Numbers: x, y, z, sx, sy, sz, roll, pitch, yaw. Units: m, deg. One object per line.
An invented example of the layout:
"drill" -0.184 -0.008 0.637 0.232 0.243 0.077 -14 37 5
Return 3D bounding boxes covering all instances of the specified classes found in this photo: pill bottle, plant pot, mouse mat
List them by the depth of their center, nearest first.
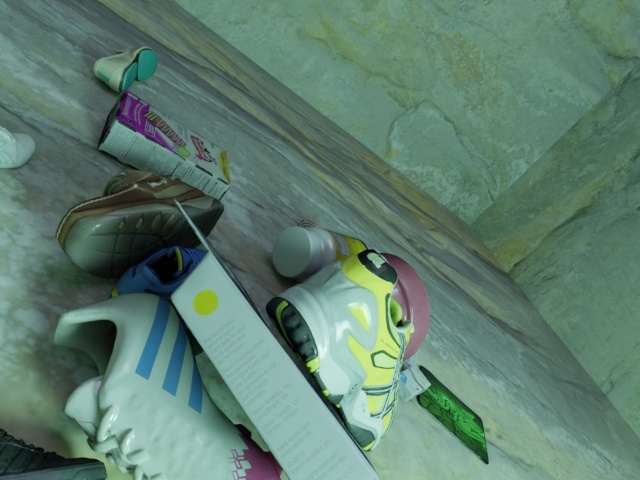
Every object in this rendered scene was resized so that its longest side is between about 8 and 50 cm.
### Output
"plant pot" 0.052 0.125 0.830 0.180 0.201 0.201 -3 47 -42
"pill bottle" 0.007 0.037 1.001 0.208 0.119 0.119 15 34 -51
"mouse mat" 0.273 0.355 1.017 0.189 0.007 0.152 43 20 -1

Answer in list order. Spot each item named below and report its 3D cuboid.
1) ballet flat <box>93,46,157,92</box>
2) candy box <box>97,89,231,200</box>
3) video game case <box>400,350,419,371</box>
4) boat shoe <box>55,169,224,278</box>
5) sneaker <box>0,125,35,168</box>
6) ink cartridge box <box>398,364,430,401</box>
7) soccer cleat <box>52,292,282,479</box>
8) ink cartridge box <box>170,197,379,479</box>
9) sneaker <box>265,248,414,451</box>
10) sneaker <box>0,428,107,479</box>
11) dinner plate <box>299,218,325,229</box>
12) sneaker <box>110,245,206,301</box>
"ballet flat" -0.446 -0.402 1.122 0.086 0.086 0.248 36 22 -17
"candy box" -0.291 -0.174 0.945 0.233 0.071 0.159 30 23 -32
"video game case" 0.155 0.210 1.071 0.143 0.019 0.157 44 20 4
"boat shoe" -0.254 -0.035 0.686 0.116 0.123 0.324 40 11 4
"sneaker" -0.421 -0.127 0.627 0.053 0.061 0.152 41 19 1
"ink cartridge box" 0.178 0.272 0.947 0.083 0.028 0.048 -6 51 -47
"soccer cleat" -0.148 0.185 0.453 0.143 0.116 0.331 1 40 -48
"ink cartridge box" -0.057 0.144 0.540 0.307 0.072 0.304 48 -12 22
"sneaker" 0.063 0.159 0.644 0.145 0.147 0.385 48 -12 33
"sneaker" -0.252 0.160 0.371 0.170 0.051 0.089 12 40 -48
"dinner plate" 0.000 0.000 1.212 0.141 0.017 0.141 37 21 -17
"sneaker" -0.191 0.041 0.677 0.069 0.082 0.209 48 19 3
